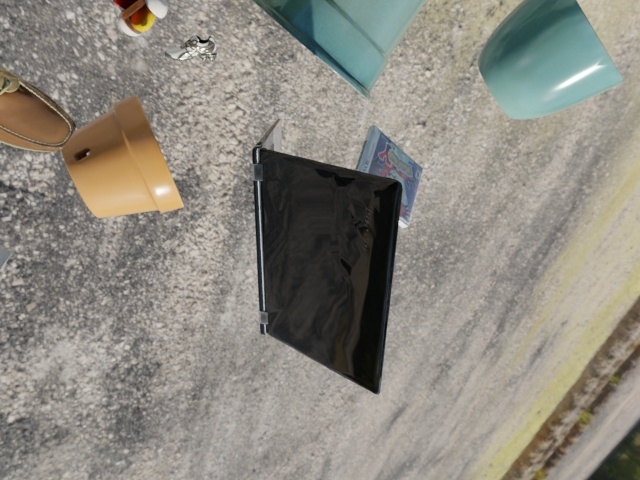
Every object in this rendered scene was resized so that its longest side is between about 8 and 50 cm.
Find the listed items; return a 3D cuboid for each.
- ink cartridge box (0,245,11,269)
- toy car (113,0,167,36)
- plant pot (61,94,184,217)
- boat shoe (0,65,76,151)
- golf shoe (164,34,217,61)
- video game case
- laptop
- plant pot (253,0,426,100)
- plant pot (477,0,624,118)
[{"bbox_3d":[-0.470,0.065,0.553,0.135,0.099,0.056,-36,124,16],"label":"ink cartridge box"},{"bbox_3d":[-0.545,-0.707,1.289,0.159,0.182,0.136,-23,156,22],"label":"toy car"},{"bbox_3d":[-0.488,-0.182,1.090,0.203,0.291,0.291,-24,135,-15],"label":"plant pot"},{"bbox_3d":[-0.574,-0.252,0.719,0.324,0.120,0.123,31,83,-34],"label":"boat shoe"},{"bbox_3d":[-0.498,-0.741,1.694,0.198,0.077,0.094,-10,137,-15],"label":"golf shoe"},{"bbox_3d":[0.171,-0.159,1.107,0.201,0.023,0.184,33,65,-31],"label":"video game case"},{"bbox_3d":[0.000,0.000,0.852,0.236,0.408,0.382,3,116,2],"label":"laptop"},{"bbox_3d":[0.075,-0.526,0.887,0.341,0.341,0.334,21,116,-47],"label":"plant pot"},{"bbox_3d":[0.528,-0.432,1.060,0.293,0.293,0.235,10,148,-44],"label":"plant pot"}]
